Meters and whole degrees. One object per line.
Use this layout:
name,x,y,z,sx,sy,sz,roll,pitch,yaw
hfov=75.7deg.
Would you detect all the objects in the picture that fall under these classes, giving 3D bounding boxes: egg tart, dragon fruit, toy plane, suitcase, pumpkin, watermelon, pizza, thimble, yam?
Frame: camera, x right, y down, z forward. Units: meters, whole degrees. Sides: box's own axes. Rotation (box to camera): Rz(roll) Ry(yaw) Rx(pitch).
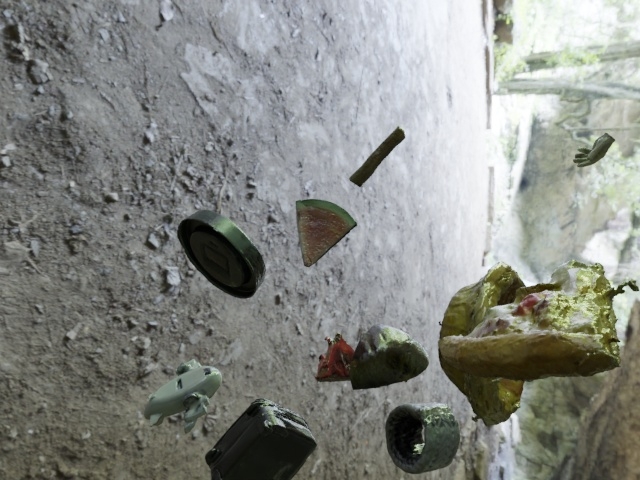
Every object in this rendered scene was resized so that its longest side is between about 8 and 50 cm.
egg tart,0.399,0.240,0.997,0.387,0.168,0.388,-7,99,-51
dragon fruit,0.062,0.515,1.795,0.262,0.134,0.212,28,55,-45
toy plane,-0.408,0.465,1.233,0.245,0.244,0.118,-53,136,-43
suitcase,-0.217,0.809,1.568,0.345,0.188,0.339,-49,123,-2
pumpkin,0.234,0.350,1.304,0.312,0.169,0.148,-27,104,-48
watermelon,0.010,-0.007,1.195,0.136,0.207,0.202,35,60,-62
pizza,0.317,0.098,0.592,0.287,0.280,0.075,-30,87,-32
thimble,0.347,0.663,1.404,0.157,0.217,0.246,5,127,-28
yam,0.238,-0.345,1.701,0.300,0.066,0.066,-48,148,7

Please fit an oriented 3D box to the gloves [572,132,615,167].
gloves,0.472,-0.157,0.702,0.037,0.081,0.044,56,25,5

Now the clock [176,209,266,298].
clock,-0.270,0.039,1.123,0.055,0.280,0.281,-48,133,-37
